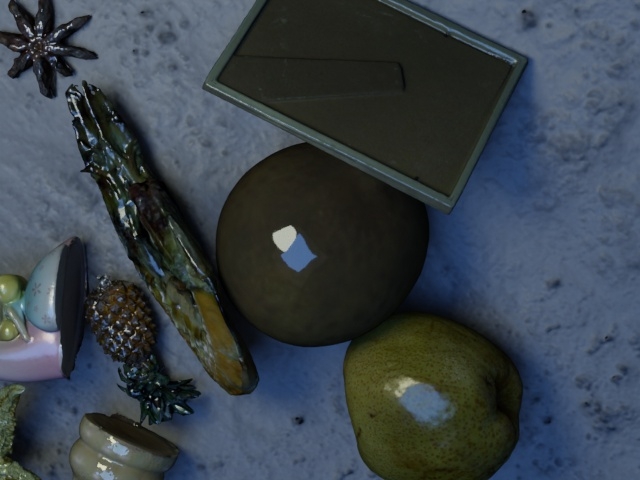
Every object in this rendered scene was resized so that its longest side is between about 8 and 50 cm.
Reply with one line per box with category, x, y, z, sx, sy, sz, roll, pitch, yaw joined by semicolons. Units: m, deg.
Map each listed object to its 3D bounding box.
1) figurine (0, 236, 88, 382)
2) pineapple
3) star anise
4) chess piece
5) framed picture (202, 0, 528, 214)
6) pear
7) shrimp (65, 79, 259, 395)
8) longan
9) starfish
figurine;-0.471;0.031;1.791;0.315;0.206;0.284;0;103;2
pineapple;-0.239;0.141;1.820;0.103;0.083;0.221;-23;99;14
star anise;-0.358;-0.252;1.762;0.141;0.042;0.141;3;104;11
chess piece;-0.297;0.369;1.827;0.142;0.143;0.261;23;91;6
framed picture;0.057;-0.194;1.613;0.324;0.240;0.020;26;153;4
pear;0.141;0.195;1.693;0.211;0.188;0.228;-7;111;17
shrimp;-0.197;-0.004;1.695;0.085;0.272;0.445;-28;88;-13
longan;0.000;0.000;1.644;0.258;0.258;0.258;3;105;12
starfish;-0.459;0.324;1.883;0.358;0.078;0.347;19;107;35
